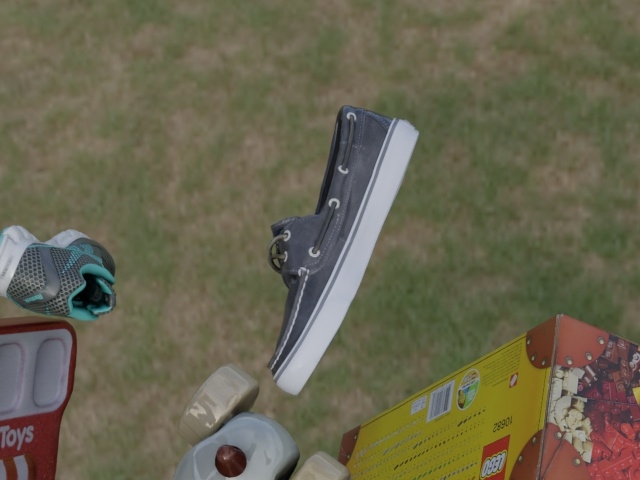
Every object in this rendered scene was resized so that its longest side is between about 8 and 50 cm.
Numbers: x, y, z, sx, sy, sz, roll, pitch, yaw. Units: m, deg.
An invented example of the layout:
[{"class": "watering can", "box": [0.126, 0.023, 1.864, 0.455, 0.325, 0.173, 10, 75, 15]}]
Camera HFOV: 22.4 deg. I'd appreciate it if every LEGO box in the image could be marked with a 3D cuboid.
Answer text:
[{"class": "LEGO box", "box": [0.276, 0.298, 1.816, 0.372, 0.500, 0.193, 22, 61, -17]}]

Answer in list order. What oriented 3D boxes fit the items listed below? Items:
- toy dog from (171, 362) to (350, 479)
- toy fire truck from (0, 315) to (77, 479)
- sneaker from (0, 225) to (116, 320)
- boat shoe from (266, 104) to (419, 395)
[{"class": "toy dog", "box": [-0.117, 0.270, 1.395, 0.220, 0.161, 0.333, 16, 88, 17]}, {"class": "toy fire truck", "box": [-0.276, 0.176, 1.092, 0.169, 0.254, 0.302, 7, 2, 27]}, {"class": "sneaker", "box": [-0.174, 0.033, 1.140, 0.076, 0.065, 0.166, 25, 7, 14]}, {"class": "boat shoe", "box": [0.000, 0.000, 1.192, 0.076, 0.080, 0.228, 24, 75, -2]}]
